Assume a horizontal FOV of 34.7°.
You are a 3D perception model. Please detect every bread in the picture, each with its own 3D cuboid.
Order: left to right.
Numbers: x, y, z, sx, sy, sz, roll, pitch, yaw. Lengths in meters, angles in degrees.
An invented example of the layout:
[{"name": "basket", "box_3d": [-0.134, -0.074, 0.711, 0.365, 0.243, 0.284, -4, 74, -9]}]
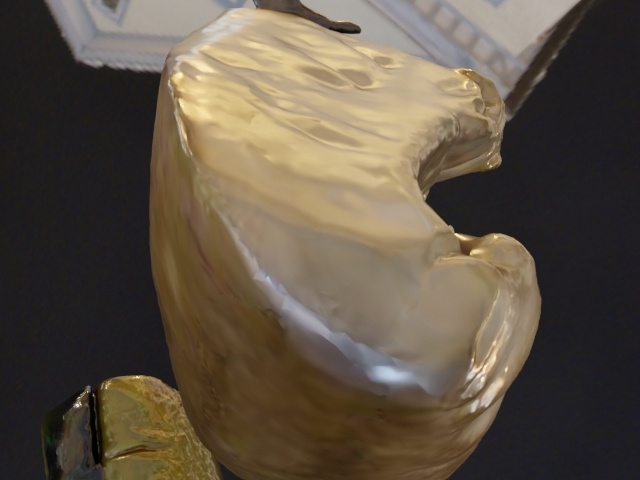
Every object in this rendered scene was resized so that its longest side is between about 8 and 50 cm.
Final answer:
[{"name": "bread", "box_3d": [-0.223, 0.352, 1.328, 0.208, 0.251, 0.376, -27, -126, 10]}]

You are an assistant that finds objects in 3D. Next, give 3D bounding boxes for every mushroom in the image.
[{"name": "mushroom", "box_3d": [-0.012, 0.043, 0.586, 0.224, 0.313, 0.397, 16, -162, -1]}]

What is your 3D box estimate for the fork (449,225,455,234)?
[{"name": "fork", "box_3d": [0.209, 0.014, 1.578, 0.016, 0.012, 0.115, -1, -137, -4]}]
